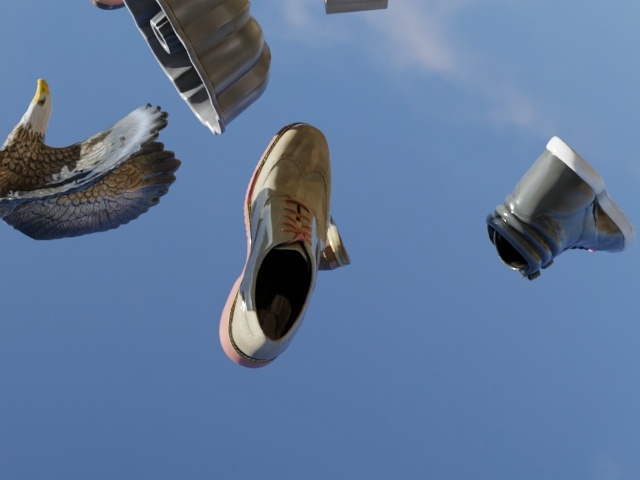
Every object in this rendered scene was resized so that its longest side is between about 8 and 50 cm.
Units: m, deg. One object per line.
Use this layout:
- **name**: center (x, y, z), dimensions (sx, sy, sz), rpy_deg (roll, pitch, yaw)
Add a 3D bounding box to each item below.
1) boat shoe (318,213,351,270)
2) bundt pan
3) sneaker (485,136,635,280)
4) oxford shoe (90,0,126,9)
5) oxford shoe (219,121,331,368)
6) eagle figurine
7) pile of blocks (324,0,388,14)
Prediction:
- **boat shoe**: center (0.000, 0.000, 1.790), dimensions (0.178, 0.060, 0.064), rpy_deg (-109, -3, -72)
- **bundt pan**: center (-0.181, -0.322, 1.759), dimensions (0.331, 0.124, 0.331), rpy_deg (54, 170, 15)
- **sneaker**: center (0.286, -0.014, 1.480), dimensions (0.104, 0.147, 0.296), rpy_deg (48, -173, 29)
- **oxford shoe**: center (-0.335, -0.486, 2.278), dimensions (0.130, 0.133, 0.364), rpy_deg (28, -145, 5)
- **oxford shoe**: center (-0.034, -0.005, 1.605), dimensions (0.123, 0.130, 0.348), rpy_deg (16, -109, -18)
- **eagle figurine**: center (-0.337, -0.090, 1.525), dimensions (0.298, 0.225, 0.226), rpy_deg (11, -150, -2)
- **pile of blocks**: center (0.157, -0.403, 1.544), dimensions (0.149, 0.362, 0.113), rpy_deg (42, -145, -59)
